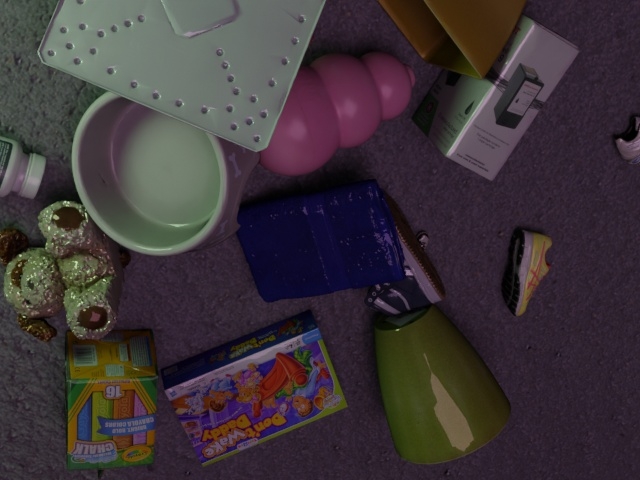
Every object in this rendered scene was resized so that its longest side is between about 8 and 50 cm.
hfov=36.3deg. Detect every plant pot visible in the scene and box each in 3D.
[{"bbox_3d":[0.244,-0.443,1.751,0.187,0.212,0.212,-46,120,-3],"label":"plant pot"},{"bbox_3d":[0.234,0.283,2.125,0.275,0.275,0.293,-25,106,-2],"label":"plant pot"}]

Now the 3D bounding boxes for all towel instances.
[{"bbox_3d":[0.000,0.000,1.943,0.308,0.076,0.228,-11,115,15],"label":"towel"}]

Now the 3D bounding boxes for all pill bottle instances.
[{"bbox_3d":[-0.586,-0.136,1.726,0.180,0.108,0.108,17,112,-23],"label":"pill bottle"}]

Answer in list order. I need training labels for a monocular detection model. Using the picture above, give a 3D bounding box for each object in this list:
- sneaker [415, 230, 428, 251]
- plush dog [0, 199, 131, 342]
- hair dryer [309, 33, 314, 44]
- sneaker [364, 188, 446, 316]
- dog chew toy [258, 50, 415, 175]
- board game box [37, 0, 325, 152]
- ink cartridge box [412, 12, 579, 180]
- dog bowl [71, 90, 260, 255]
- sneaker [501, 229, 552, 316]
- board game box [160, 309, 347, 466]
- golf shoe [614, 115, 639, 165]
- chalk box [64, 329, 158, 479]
[{"bbox_3d":[0.215,0.022,2.083,0.032,0.037,0.083,7,114,-17],"label":"sneaker"},{"bbox_3d":[-0.493,0.065,1.847,0.225,0.210,0.262,-14,93,8],"label":"plush dog"},{"bbox_3d":[-0.067,-0.471,1.710,0.223,0.080,0.293,-15,121,-8],"label":"hair dryer"},{"bbox_3d":[0.131,0.037,2.032,0.153,0.099,0.282,-26,109,20],"label":"sneaker"},{"bbox_3d":[0.020,-0.250,1.792,0.332,0.206,0.207,-22,122,-12],"label":"dog chew toy"},{"bbox_3d":[-0.203,-0.390,1.595,0.390,0.050,0.390,22,85,-9],"label":"board game box"},{"bbox_3d":[0.323,-0.292,1.844,0.121,0.211,0.289,24,108,-24],"label":"ink cartridge box"},{"bbox_3d":[-0.283,-0.131,1.727,0.348,0.102,0.349,6,109,17],"label":"dog bowl"},{"bbox_3d":[0.464,0.076,2.159,0.094,0.081,0.208,-2,118,-18],"label":"sneaker"},{"bbox_3d":[-0.139,0.321,2.119,0.347,0.078,0.233,-22,121,-4],"label":"board game box"},{"bbox_3d":[0.703,-0.241,2.066,0.176,0.069,0.086,-42,114,8],"label":"golf shoe"},{"bbox_3d":[-0.430,0.349,1.994,0.179,0.180,0.289,-1,119,-15],"label":"chalk box"}]
